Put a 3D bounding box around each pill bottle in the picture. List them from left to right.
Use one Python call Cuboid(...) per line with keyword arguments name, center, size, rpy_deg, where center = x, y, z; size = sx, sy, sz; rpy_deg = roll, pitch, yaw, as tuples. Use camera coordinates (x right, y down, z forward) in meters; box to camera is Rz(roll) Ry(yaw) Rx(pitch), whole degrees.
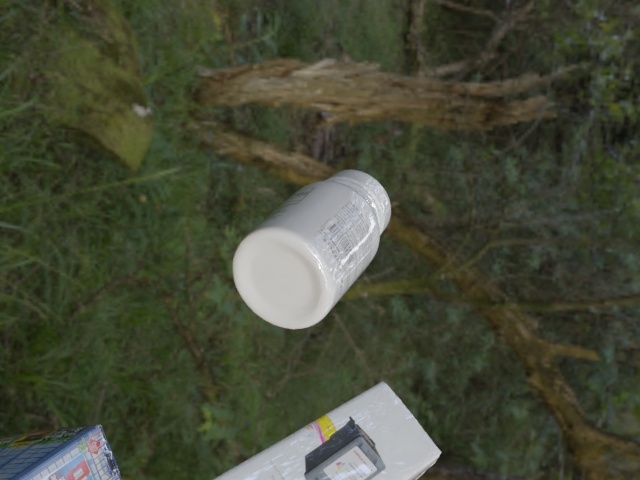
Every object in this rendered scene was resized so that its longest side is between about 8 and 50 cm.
Cuboid(name="pill bottle", center=(0.000, 0.000, 1.129), size=(0.229, 0.131, 0.131), rpy_deg=(-45, 138, -54))

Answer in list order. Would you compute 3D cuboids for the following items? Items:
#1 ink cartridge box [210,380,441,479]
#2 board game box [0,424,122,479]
Cuboid(name="ink cartridge box", center=(-0.031, 0.329, 1.137), size=(0.306, 0.131, 0.226), rpy_deg=(-22, 157, -43))
Cuboid(name="board game box", center=(-0.267, 0.204, 0.615), size=(0.194, 0.194, 0.060), rpy_deg=(-40, 115, -62))
